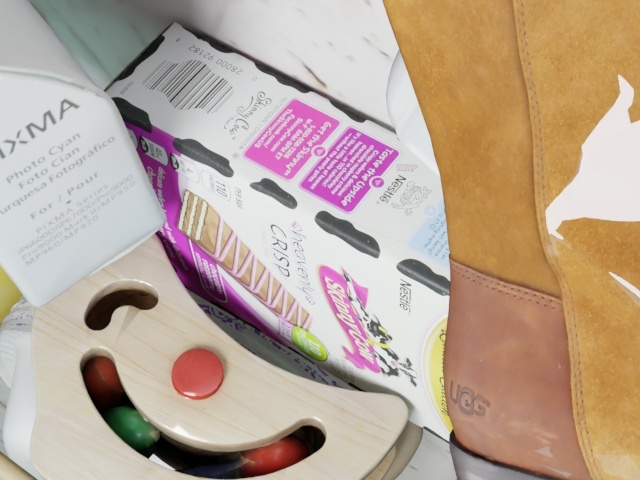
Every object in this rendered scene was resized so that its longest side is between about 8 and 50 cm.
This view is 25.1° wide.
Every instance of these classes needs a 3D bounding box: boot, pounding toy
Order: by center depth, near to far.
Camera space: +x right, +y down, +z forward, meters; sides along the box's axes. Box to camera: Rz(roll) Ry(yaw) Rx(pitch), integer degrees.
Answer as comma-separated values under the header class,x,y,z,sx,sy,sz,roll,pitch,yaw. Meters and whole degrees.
class,x,y,z,sx,sy,sz,roll,pitch,yaw
boot,0.144,-0.025,0.480,0.264,0.096,0.281,-1,102,44
pounding toy,-0.089,0.100,0.833,0.269,0.154,0.155,16,154,4

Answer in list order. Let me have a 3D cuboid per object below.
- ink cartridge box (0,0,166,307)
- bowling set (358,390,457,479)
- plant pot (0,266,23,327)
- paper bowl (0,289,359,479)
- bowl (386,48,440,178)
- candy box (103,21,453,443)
class,x,y,z,sx,sy,sz,roll,pitch,yaw
ink cartridge box,-0.213,-0.168,0.617,0.308,0.091,0.385,51,167,20
bowling set,0.096,0.241,0.879,0.287,0.154,0.200,38,173,29
plant pot,-0.393,0.032,1.149,0.254,0.239,0.254,31,153,18
paper bowl,-0.105,0.137,1.007,0.284,0.148,0.284,27,155,14
bowl,0.092,-0.049,0.603,0.142,0.053,0.142,41,155,-1
candy box,0.000,0.000,0.775,0.233,0.071,0.159,28,152,22
